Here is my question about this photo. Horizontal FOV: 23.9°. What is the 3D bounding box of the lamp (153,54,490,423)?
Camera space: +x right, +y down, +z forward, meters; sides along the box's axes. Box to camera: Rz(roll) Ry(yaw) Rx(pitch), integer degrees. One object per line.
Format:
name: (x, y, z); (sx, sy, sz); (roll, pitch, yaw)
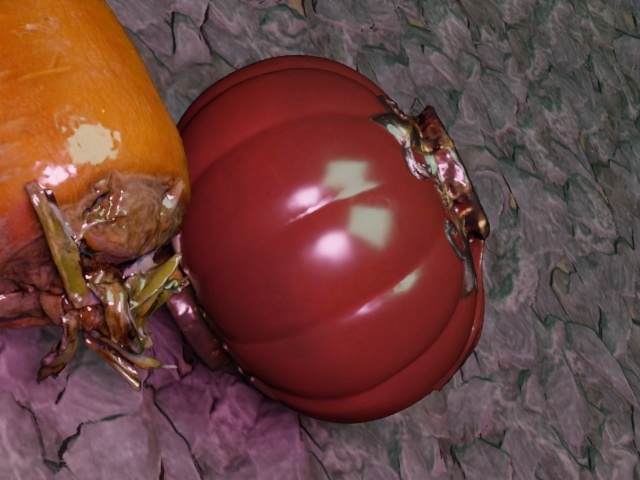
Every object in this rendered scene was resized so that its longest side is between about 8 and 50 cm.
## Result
lamp: (0.000, 0.000, 1.206); (0.303, 0.257, 0.303); (63, 3, -5)

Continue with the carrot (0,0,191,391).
carrot: (-0.202, -0.058, 1.070); (0.214, 0.193, 0.331); (-19, 66, -30)
